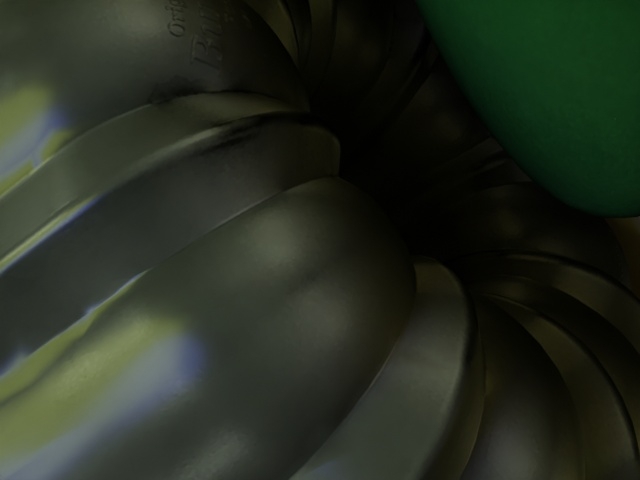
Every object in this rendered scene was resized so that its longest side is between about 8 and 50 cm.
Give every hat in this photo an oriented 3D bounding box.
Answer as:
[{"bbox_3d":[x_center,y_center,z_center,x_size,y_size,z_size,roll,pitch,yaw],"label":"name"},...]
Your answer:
[{"bbox_3d":[0.090,-0.020,0.564,0.208,0.173,0.183,30,120,58],"label":"hat"}]

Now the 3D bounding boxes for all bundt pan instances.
[{"bbox_3d":[0.000,0.000,0.567,0.124,0.331,0.331,-38,60,24],"label":"bundt pan"}]
